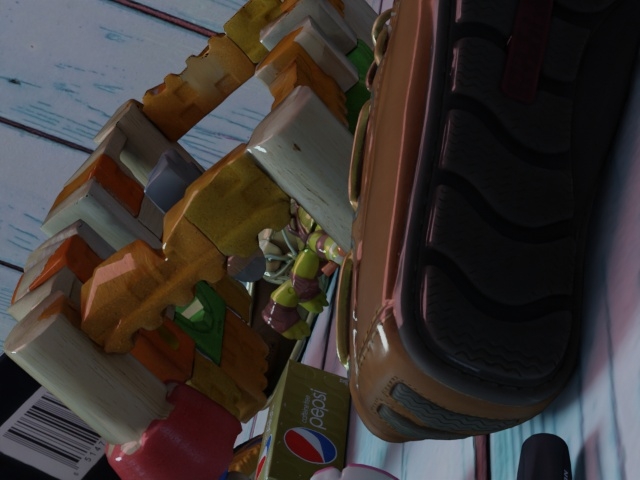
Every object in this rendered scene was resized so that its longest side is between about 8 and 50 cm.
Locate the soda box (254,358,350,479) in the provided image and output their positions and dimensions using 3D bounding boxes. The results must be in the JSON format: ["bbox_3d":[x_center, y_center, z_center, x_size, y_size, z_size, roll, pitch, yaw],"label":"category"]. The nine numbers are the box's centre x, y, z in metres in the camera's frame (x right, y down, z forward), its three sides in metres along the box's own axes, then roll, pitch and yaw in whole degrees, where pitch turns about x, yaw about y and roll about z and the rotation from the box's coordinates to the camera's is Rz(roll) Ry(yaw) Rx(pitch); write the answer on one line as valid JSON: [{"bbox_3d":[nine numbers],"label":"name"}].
[{"bbox_3d":[-0.016,0.173,1.085,0.181,0.061,0.058,-81,12,-65],"label":"soda box"}]

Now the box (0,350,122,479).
[{"bbox_3d":[-0.246,0.310,1.286,0.293,0.212,0.395,-49,-27,-49],"label":"box"}]

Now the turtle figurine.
[{"bbox_3d":[0.000,0.000,1.430,0.269,0.087,0.217,-79,10,-59],"label":"turtle figurine"}]

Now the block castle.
[{"bbox_3d":[-0.040,-0.017,1.003,0.303,0.213,0.453,-38,20,17],"label":"block castle"}]

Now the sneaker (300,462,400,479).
[{"bbox_3d":[-0.052,0.218,0.669,0.252,0.103,0.111,-35,25,12],"label":"sneaker"}]

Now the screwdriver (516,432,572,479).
[{"bbox_3d":[0.079,0.139,0.468,0.170,0.024,0.025,-78,-19,-48],"label":"screwdriver"}]

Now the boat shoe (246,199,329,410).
[{"bbox_3d":[-0.041,0.069,1.598,0.089,0.104,0.285,-101,20,-71],"label":"boat shoe"}]

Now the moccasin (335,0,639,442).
[{"bbox_3d":[0.088,-0.081,0.669,0.147,0.139,0.380,141,140,-63],"label":"moccasin"}]

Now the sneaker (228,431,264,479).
[{"bbox_3d":[-0.080,0.275,1.128,0.112,0.131,0.296,-35,6,47],"label":"sneaker"}]
